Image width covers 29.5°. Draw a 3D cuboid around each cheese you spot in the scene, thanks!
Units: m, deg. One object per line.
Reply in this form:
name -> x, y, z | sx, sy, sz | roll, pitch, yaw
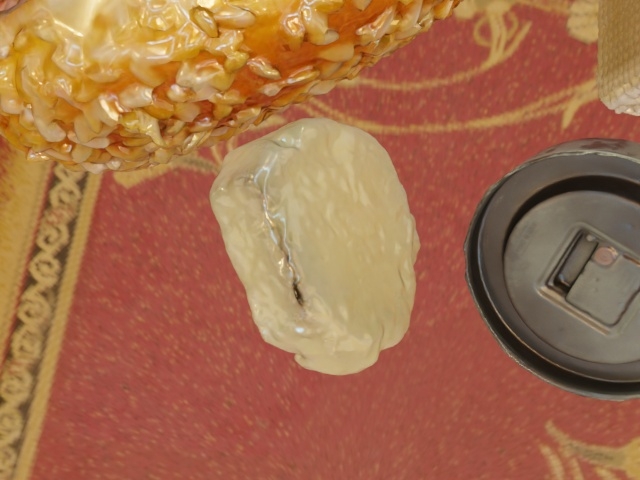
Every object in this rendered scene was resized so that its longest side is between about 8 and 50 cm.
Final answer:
cheese -> 0.000, 0.000, 1.506 | 0.115, 0.326, 0.318 | -16, 57, 40

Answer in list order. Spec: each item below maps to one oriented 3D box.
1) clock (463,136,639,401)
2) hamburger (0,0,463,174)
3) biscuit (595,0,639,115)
clock -> 0.327, 0.035, 1.417 | 0.325, 0.325, 0.067 | 33, 37, 9
hamburger -> -0.052, -0.186, 0.600 | 0.330, 0.330, 0.250 | -36, 100, -7
biscuit -> 0.341, -0.344, 1.244 | 0.078, 0.144, 0.426 | 7, 78, -14
